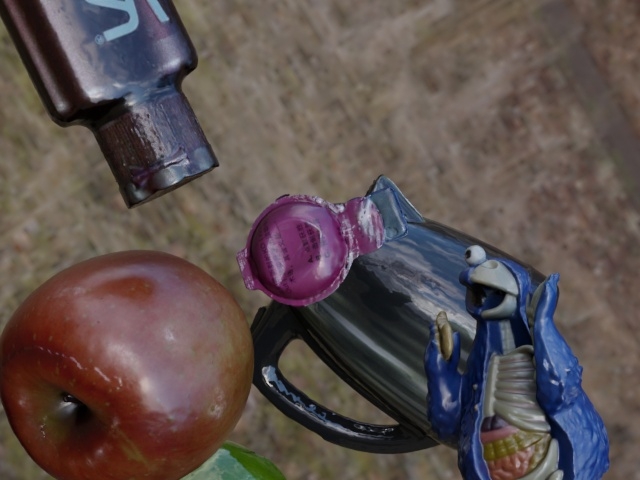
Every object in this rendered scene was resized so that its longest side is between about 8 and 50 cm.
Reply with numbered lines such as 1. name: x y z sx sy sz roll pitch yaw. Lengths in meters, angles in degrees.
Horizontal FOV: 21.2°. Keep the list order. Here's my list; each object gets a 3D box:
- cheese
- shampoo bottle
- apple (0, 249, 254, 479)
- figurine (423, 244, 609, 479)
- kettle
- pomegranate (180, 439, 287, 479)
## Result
1. cheese: 0.000 0.000 1.411 0.038 0.145 0.095 26 43 -75
2. shampoo bottle: -0.172 -0.181 1.197 0.129 0.084 0.323 -25 91 -40
3. apple: -0.142 0.093 1.257 0.181 0.181 0.168 56 42 -15
4. figurine: 0.164 0.133 1.379 0.121 0.164 0.262 -3 91 -37
5. kettle: 0.071 0.072 1.772 0.271 0.251 0.207 33 50 -3
6. pomegranate: -0.086 0.327 1.670 0.302 0.236 0.236 28 -3 27
